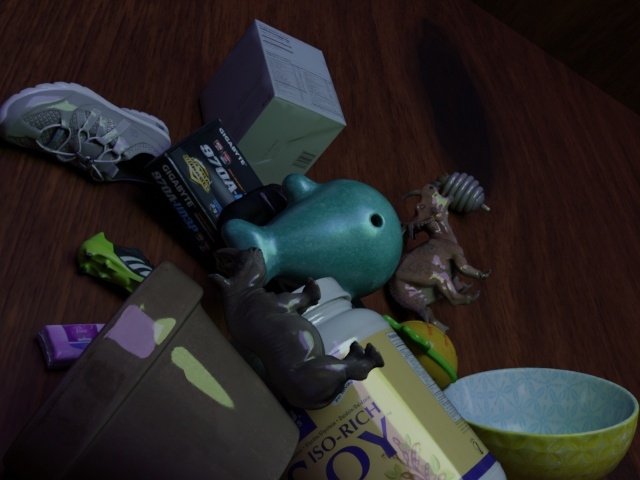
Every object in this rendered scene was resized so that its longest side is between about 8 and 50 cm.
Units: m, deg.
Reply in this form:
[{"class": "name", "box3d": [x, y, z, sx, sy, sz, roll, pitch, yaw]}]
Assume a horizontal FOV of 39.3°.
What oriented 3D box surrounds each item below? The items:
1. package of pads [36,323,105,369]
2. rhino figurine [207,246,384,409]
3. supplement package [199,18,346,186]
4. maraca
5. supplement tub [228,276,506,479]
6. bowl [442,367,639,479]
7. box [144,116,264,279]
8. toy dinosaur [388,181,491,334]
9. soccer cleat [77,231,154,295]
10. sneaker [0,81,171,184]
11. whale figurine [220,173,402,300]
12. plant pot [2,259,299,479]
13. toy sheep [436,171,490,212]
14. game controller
[{"class": "package of pads", "box3d": [-0.291, 0.125, 1.065, 0.083, 0.032, 0.050, 3, 51, -45]}, {"class": "rhino figurine", "box3d": [-0.046, 0.087, 0.988, 0.106, 0.073, 0.243, -36, 62, -16]}, {"class": "supplement package", "box3d": [-0.087, -0.220, 1.524, 0.149, 0.194, 0.203, 18, 41, -34]}, {"class": "maraca", "box3d": [0.148, 0.169, 1.381, 0.127, 0.099, 0.185, 23, -18, 39]}, {"class": "supplement tub", "box3d": [0.037, 0.235, 1.092, 0.331, 0.241, 0.241, 51, 34, 14]}, {"class": "bowl", "box3d": [0.328, 0.310, 1.357, 0.289, 0.289, 0.156, -18, 108, -53]}, {"class": "box", "box3d": [-0.148, -0.059, 1.354, 0.220, 0.051, 0.175, 57, 31, -10]}, {"class": "toy dinosaur", "box3d": [0.179, 0.048, 1.573, 0.200, 0.127, 0.295, 35, 45, 3]}, {"class": "soccer cleat", "box3d": [-0.236, 0.049, 1.186, 0.179, 0.060, 0.072, 35, 32, -7]}, {"class": "sneaker", "box3d": [-0.320, -0.142, 1.273, 0.281, 0.105, 0.115, 7, 47, -43]}, {"class": "whale figurine", "box3d": [0.000, 0.000, 1.243, 0.272, 0.141, 0.216, -6, 76, -39]}, {"class": "plant pot", "box3d": [-0.151, 0.187, 0.923, 0.229, 0.263, 0.263, 38, 33, -4]}, {"class": "toy sheep", "box3d": [0.303, -0.099, 1.895, 0.132, 0.091, 0.091, 29, 30, 14]}, {"class": "game controller", "box3d": [-0.028, 0.067, 1.333, 0.166, 0.067, 0.319, -35, 94, -43]}]
